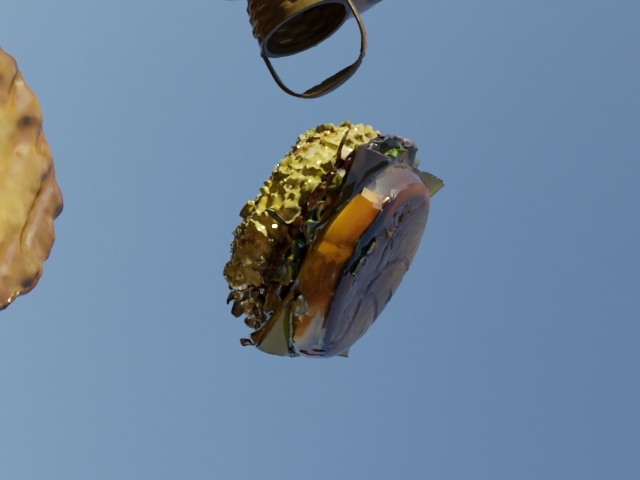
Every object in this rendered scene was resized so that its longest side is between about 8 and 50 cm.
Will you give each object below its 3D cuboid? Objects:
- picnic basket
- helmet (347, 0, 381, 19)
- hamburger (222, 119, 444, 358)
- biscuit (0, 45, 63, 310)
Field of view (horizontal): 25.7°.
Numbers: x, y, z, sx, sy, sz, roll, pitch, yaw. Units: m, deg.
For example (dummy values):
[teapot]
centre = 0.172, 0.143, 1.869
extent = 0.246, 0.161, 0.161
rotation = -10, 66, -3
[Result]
[picnic basket]
centre = -0.007, -0.135, 0.925
extent = 0.072, 0.072, 0.083
rotation = -40, -112, 37
[helmet]
centre = 0.025, -0.338, 1.652
extent = 0.198, 0.130, 0.224
rotation = -26, -129, 29
[hamburger]
centre = 0.000, 0.000, 1.297
extent = 0.138, 0.261, 0.243
rotation = 30, -86, 18
[biscuit]
centre = -0.395, -0.071, 1.448
extent = 0.107, 0.325, 0.326
rotation = -7, -107, 24
